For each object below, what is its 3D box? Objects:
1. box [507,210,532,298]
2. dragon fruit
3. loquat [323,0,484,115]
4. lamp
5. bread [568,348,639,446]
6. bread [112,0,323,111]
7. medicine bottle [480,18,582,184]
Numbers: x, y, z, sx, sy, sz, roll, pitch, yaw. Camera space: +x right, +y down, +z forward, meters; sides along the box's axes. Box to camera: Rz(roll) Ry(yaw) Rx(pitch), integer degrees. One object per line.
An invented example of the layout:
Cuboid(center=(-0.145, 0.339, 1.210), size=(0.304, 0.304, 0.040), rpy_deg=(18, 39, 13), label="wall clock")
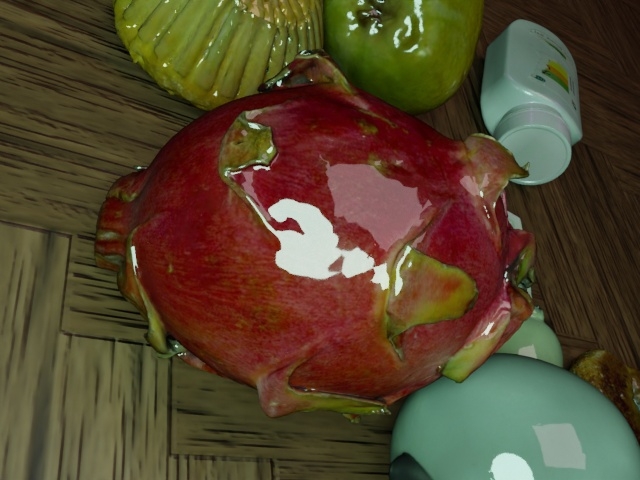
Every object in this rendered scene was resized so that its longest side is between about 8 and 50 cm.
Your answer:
Cuboid(center=(0.099, -0.011, 0.683), size=(0.269, 0.079, 0.135), rpy_deg=(26, 46, -21), label="box")
Cuboid(center=(-0.004, -0.002, 0.466), size=(0.315, 0.250, 0.250), rpy_deg=(30, 41, 14), label="dragon fruit")
Cuboid(center=(0.100, -0.259, 0.791), size=(0.213, 0.213, 0.246), rpy_deg=(50, 19, 4), label="loquat")
Cuboid(center=(0.157, 0.163, 0.536), size=(0.198, 0.198, 0.244), rpy_deg=(38, 29, -9), label="lamp")
Cuboid(center=(0.349, 0.214, 0.727), size=(0.193, 0.064, 0.193), rpy_deg=(25, 41, -24), label="bread")
Cuboid(center=(-0.092, -0.237, 0.659), size=(0.240, 0.139, 0.240), rpy_deg=(18, 53, -25), label="bread")
Cuboid(center=(0.326, -0.217, 0.993), size=(0.161, 0.111, 0.296), rpy_deg=(34, 45, -13), label="medicine bottle")
